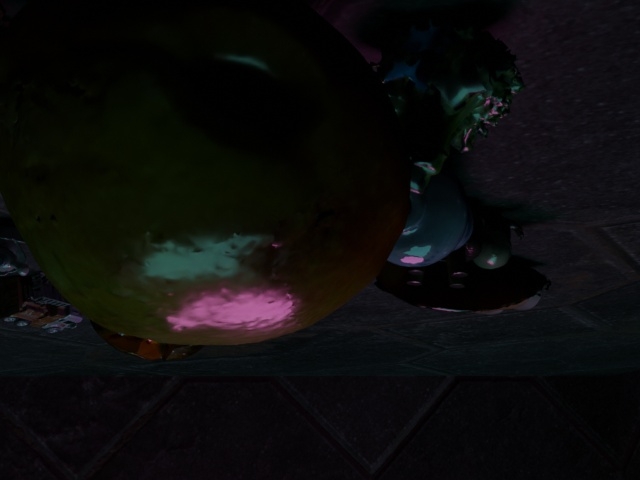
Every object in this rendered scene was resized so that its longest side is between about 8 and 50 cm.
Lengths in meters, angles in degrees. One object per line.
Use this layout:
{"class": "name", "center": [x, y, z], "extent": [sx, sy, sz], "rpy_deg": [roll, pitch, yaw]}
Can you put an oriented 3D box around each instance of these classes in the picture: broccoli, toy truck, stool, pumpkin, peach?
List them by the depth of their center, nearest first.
{"class": "peach", "center": [-0.103, -0.061, 0.828], "extent": [0.373, 0.289, 0.372], "rpy_deg": [0, 170, 0]}
{"class": "broccoli", "center": [0.099, -0.117, 0.918], "extent": [0.167, 0.160, 0.154], "rpy_deg": [5, 140, 14]}
{"class": "stool", "center": [0.200, 0.006, 1.497], "extent": [0.217, 0.121, 0.125], "rpy_deg": [10, 160, -25]}
{"class": "peach", "center": [0.223, 0.042, 1.582], "extent": [0.279, 0.189, 0.068], "rpy_deg": [-1, 123, -1]}
{"class": "pumpkin", "center": [-0.280, 0.104, 1.723], "extent": [0.238, 0.159, 0.238], "rpy_deg": [7, 146, 4]}
{"class": "toy truck", "center": [-0.511, 0.115, 1.899], "extent": [0.115, 0.080, 0.178], "rpy_deg": [-18, 159, 20]}

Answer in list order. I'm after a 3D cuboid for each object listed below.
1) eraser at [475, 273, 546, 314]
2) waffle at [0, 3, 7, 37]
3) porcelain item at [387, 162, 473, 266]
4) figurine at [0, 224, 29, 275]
{"class": "eraser", "center": [0.266, 0.077, 1.853], "extent": [0.171, 0.087, 0.291], "rpy_deg": [-11, 163, 41]}
{"class": "waffle", "center": [-0.351, -0.159, 0.867], "extent": [0.310, 0.065, 0.283], "rpy_deg": [-11, 161, 43]}
{"class": "porcelain item", "center": [0.129, -0.033, 1.299], "extent": [0.141, 0.141, 0.259], "rpy_deg": [-7, 173, 18]}
{"class": "figurine", "center": [-0.471, 0.017, 1.499], "extent": [0.094, 0.082, 0.086], "rpy_deg": [12, -177, -27]}
